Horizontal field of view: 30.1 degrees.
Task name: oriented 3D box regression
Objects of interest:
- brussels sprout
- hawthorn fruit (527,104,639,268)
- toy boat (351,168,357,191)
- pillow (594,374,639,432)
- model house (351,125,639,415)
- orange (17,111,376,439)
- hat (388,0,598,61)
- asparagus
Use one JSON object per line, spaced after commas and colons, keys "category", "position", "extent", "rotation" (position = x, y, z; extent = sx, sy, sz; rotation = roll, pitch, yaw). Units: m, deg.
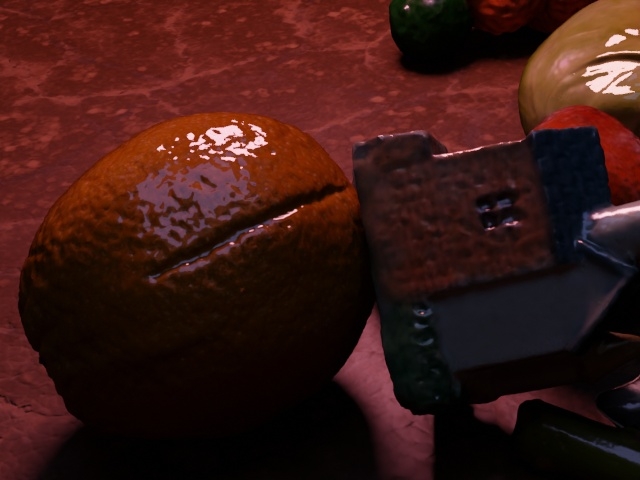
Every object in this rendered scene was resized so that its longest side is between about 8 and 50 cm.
{"category": "brussels sprout", "position": [0.417, -0.191, 1.542], "extent": [0.328, 0.247, 0.328], "rotation": [-13, 44, 13]}
{"category": "hawthorn fruit", "position": [0.306, -0.009, 1.331], "extent": [0.242, 0.242, 0.272], "rotation": [-31, 68, -32]}
{"category": "toy boat", "position": [0.120, 0.002, 1.416], "extent": [0.141, 0.092, 0.319], "rotation": [9, 35, -13]}
{"category": "pillow", "position": [0.343, 0.162, 1.192], "extent": [0.135, 0.055, 0.091], "rotation": [-31, 44, -30]}
{"category": "model house", "position": [0.224, 0.015, 1.156], "extent": [0.325, 0.267, 0.194], "rotation": [-13, -11, 18]}
{"category": "orange", "position": [-0.122, 0.042, 1.203], "extent": [0.357, 0.322, 0.322], "rotation": [-30, 41, -20]}
{"category": "hat", "position": [0.281, -0.457, 1.919], "extent": [0.400, 0.285, 0.285], "rotation": [-18, 36, -9]}
{"category": "asparagus", "position": [0.310, 0.220, 1.112], "extent": [0.277, 0.060, 0.067], "rotation": [20, 43, 30]}
